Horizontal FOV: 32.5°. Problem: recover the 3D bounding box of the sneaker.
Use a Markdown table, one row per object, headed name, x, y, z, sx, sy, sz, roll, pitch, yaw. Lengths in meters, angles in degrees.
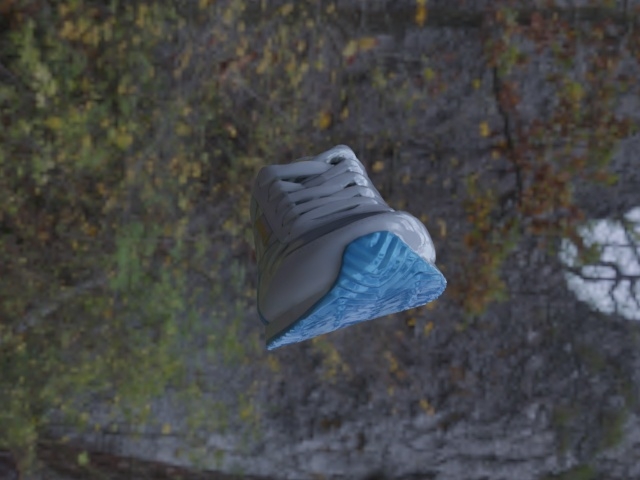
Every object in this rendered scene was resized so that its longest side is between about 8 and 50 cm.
| name | x | y | z | sx | sy | sz | roll | pitch | yaw |
| --- | --- | --- | --- | --- | --- | --- | --- | --- | --- |
| sneaker | 0.000 | 0.000 | 0.557 | 0.228 | 0.087 | 0.092 | 164 | -89 | -81 |
